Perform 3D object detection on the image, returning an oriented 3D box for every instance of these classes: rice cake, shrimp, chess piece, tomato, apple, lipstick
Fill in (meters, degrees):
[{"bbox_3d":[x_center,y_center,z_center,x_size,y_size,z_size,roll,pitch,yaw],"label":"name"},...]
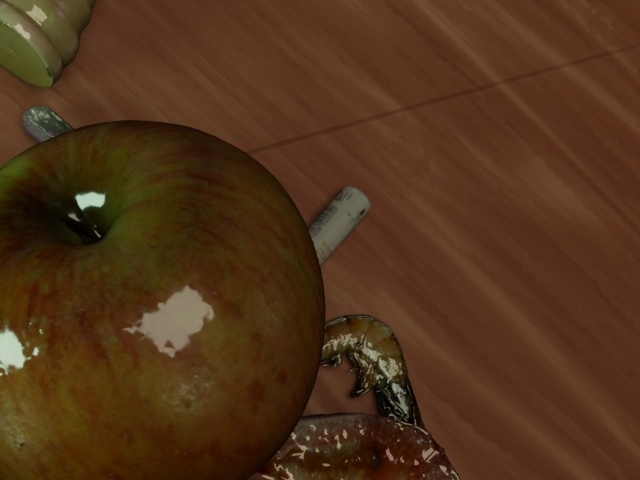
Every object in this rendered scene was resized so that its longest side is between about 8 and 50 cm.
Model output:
[{"bbox_3d":[-0.229,-0.069,1.932,0.206,0.047,0.036,41,56,-10],"label":"rice cake"},{"bbox_3d":[0.035,0.179,1.977,0.148,0.035,0.195,-15,79,-23],"label":"shrimp"},{"bbox_3d":[-0.210,-0.341,1.955,0.117,0.117,0.397,40,69,-8],"label":"chess piece"},{"bbox_3d":[-0.005,0.341,1.870,0.338,0.143,0.338,8,68,-19],"label":"tomato"},{"bbox_3d":[-0.186,0.084,1.750,0.400,0.400,0.334,-35,133,-21],"label":"apple"},{"bbox_3d":[0.000,0.000,1.997,0.040,0.040,0.141,43,70,-7],"label":"lipstick"}]
